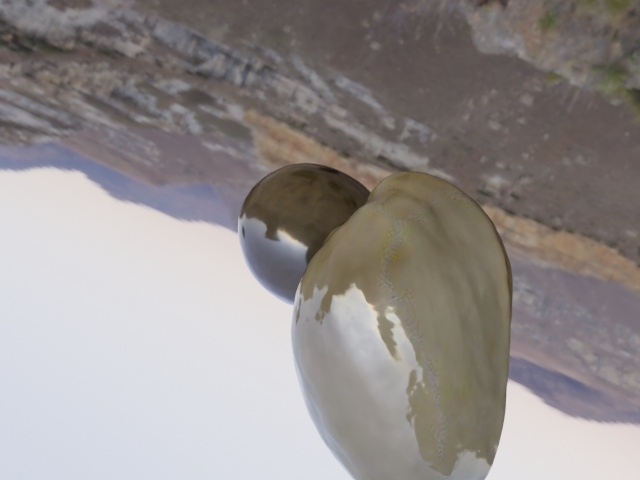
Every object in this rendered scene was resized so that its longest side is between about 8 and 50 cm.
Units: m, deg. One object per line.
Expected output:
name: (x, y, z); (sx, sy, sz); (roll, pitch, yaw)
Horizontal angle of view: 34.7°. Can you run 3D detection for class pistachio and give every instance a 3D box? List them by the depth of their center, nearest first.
pistachio: (0.047, 0.058, 0.545); (0.124, 0.185, 0.124); (-14, -176, 1)

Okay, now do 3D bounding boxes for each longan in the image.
longan: (0.000, 0.000, 0.674); (0.113, 0.092, 0.113); (31, -167, -8)
